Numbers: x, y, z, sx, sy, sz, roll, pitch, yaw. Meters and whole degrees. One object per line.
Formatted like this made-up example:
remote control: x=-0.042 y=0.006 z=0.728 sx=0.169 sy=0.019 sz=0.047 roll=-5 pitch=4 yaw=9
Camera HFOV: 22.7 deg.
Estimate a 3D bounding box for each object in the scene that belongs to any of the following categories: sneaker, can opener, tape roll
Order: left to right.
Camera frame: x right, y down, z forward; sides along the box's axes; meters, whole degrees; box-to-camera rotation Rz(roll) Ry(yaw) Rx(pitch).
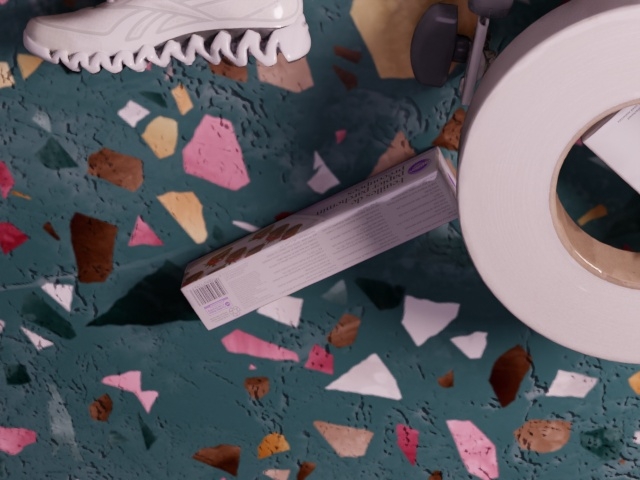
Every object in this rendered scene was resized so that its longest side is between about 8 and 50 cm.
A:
sneaker: x=-0.158 y=-0.235 z=1.629 sx=0.292 sy=0.110 sz=0.118 roll=-4 pitch=109 yaw=-2
can opener: x=0.154 y=-0.255 z=1.574 sx=0.093 sy=0.074 sz=0.280 roll=11 pitch=128 yaw=-3
tape roll: x=0.324 y=-0.057 z=1.545 sx=0.392 sy=0.072 sz=0.392 roll=2 pitch=117 yaw=5

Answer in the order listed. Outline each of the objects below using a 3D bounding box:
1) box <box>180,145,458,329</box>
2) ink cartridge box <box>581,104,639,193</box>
box: x=0.000 y=0.000 z=1.749 sx=0.324 sy=0.063 sz=0.067 roll=-26 pitch=113 yaw=17
ink cartridge box: x=0.368 y=-0.109 z=1.626 sx=0.176 sy=0.128 sz=0.127 roll=41 pitch=113 yaw=-16
